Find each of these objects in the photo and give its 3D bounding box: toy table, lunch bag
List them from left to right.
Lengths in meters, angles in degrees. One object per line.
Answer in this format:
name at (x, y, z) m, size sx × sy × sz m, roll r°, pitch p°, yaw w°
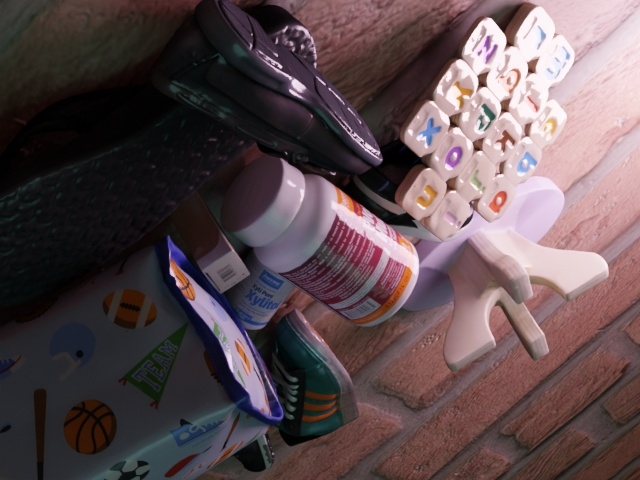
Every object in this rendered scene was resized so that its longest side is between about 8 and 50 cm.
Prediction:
lunch bag at (-0.227, 0.182, 1.353) m, size 0.327 × 0.239 × 0.385 m, roll -27°, pitch 163°, yaw 1°
toy table at (0.250, 0.050, 1.709) m, size 0.274 × 0.161 × 0.252 m, roll -38°, pitch 146°, yaw 7°

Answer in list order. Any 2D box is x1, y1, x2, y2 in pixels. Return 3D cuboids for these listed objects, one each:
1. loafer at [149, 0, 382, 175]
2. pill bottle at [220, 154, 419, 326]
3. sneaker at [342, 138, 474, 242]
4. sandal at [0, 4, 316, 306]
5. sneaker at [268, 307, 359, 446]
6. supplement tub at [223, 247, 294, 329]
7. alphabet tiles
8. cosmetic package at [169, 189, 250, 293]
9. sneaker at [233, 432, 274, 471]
loafer at (-0.048, -0.129, 1.187) m, size 0.095 × 0.109 × 0.302 m, roll -37°, pitch 146°, yaw 14°
pill bottle at (0.000, 0.000, 1.416) m, size 0.121 × 0.121 × 0.221 m, roll -45°, pitch 125°, yaw 15°
sneaker at (0.132, -0.066, 1.531) m, size 0.216 × 0.079 × 0.121 m, roll 0°, pitch 135°, yaw -39°
sandal at (-0.199, -0.088, 1.218) m, size 0.445 × 0.107 × 0.168 m, roll -36°, pitch 148°, yaw -21°
sneaker at (-0.028, 0.204, 1.703) m, size 0.121 × 0.108 × 0.302 m, roll -34°, pitch 148°, yaw -10°
supplement tub at (-0.070, 0.050, 1.509) m, size 0.071 × 0.071 × 0.107 m, roll 7°, pitch 129°, yaw -45°
alphabet tiles at (0.197, -0.138, 1.482) m, size 0.284 × 0.021 × 0.278 m, roll -56°, pitch 143°, yaw 0°
cosmetic package at (-0.126, -0.005, 1.351) m, size 0.041 × 0.115 × 0.060 m, roll -34°, pitch 145°, yaw -2°
sneaker at (-0.148, 0.226, 1.653) m, size 0.124 × 0.107 × 0.283 m, roll -21°, pitch 138°, yaw -4°
